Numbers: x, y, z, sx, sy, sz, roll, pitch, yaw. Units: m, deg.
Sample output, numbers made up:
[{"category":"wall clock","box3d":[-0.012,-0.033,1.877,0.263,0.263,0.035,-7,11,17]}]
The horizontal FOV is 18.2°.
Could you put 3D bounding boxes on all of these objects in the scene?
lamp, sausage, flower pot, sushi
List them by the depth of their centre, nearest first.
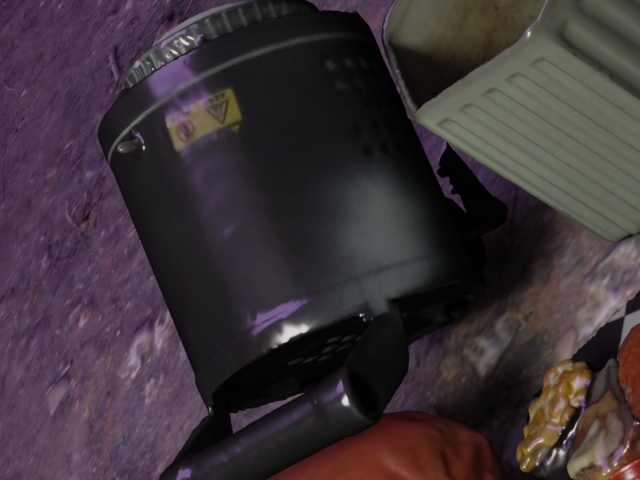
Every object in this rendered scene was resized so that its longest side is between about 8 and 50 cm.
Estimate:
[{"category":"sushi","box3d":[0.205,0.081,1.158,0.290,0.050,0.264,-47,26,29]},{"category":"sausage","box3d":[0.034,0.181,1.284,0.254,0.148,0.148,-10,54,63]},{"category":"flower pot","box3d":[0.177,-0.139,1.294,0.209,0.189,0.239,-52,25,19]},{"category":"lamp","box3d":[-0.030,-0.024,1.334,0.205,0.272,0.374,-32,3,29]}]

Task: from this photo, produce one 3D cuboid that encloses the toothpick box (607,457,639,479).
[{"category":"toothpick box","box3d":[0.187,0.158,1.078,0.047,0.047,0.083,-45,45,33]}]
